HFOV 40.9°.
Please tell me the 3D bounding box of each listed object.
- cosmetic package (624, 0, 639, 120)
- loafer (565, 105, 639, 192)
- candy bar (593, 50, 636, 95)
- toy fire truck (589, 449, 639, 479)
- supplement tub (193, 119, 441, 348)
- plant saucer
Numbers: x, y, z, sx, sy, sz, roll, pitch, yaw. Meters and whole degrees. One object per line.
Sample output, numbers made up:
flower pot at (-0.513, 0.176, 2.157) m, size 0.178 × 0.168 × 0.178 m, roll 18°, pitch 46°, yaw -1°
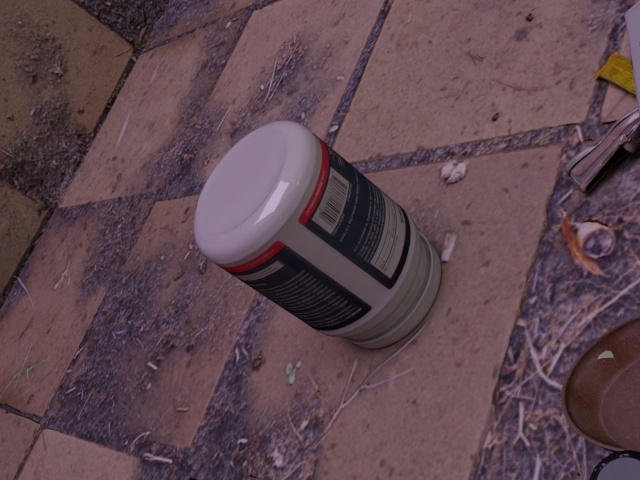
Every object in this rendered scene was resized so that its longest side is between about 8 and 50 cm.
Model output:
cosmetic package at (0.399, -0.164, 0.799) m, size 0.151 × 0.151 × 0.183 m, roll -41°, pitch 32°, yaw 45°
loafer at (0.332, -0.102, 0.954) m, size 0.125 × 0.045 × 0.039 m, roll -42°, pitch 52°, yaw 28°
candy bar at (0.372, -0.179, 0.990) m, size 0.040 × 0.018 × 0.161 m, roll -50°, pitch 34°, yaw 11°
toy fire truck at (0.285, 0.293, 0.583) m, size 0.217 × 0.158 × 0.246 m, roll -10°, pitch 42°, yaw 45°
supplement tub at (0.000, 0.000, 1.045) m, size 0.191 × 0.272 × 0.191 m, roll -31°, pitch 40°, yaw 29°
plant saucer at (0.307, 0.123, 0.732) m, size 0.199 × 0.036 × 0.198 m, roll -26°, pitch 20°, yaw 10°
